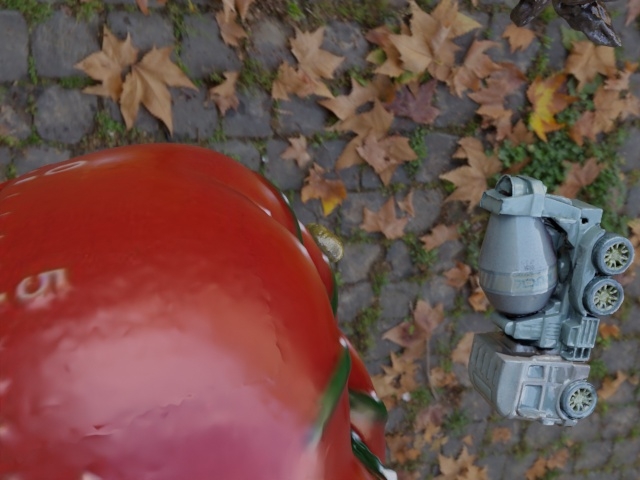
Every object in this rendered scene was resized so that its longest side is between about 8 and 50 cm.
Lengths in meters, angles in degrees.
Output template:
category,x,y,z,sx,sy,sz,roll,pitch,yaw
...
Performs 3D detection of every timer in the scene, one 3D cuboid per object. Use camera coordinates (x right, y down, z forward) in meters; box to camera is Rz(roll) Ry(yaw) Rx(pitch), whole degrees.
category,x,y,z,sx,sy,sz,roll,pitch,yaw
timer,-0.097,0.131,0.471,0.279,0.378,0.378,-22,121,5

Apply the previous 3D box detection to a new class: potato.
category,x,y,z,sx,sy,sz,roll,pitch,yaw
potato,0.000,0.000,1.208,0.045,0.092,0.046,-36,139,-20

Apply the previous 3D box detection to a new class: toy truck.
category,x,y,z,sx,sy,sz,roll,pitch,yaw
toy truck,0.223,0.063,0.797,0.140,0.108,0.257,5,104,-15

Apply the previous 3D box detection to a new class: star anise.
category,x,y,z,sx,sy,sz,roll,pitch,yaw
star anise,0.250,-0.311,0.820,0.073,0.212,0.197,-33,130,-21
